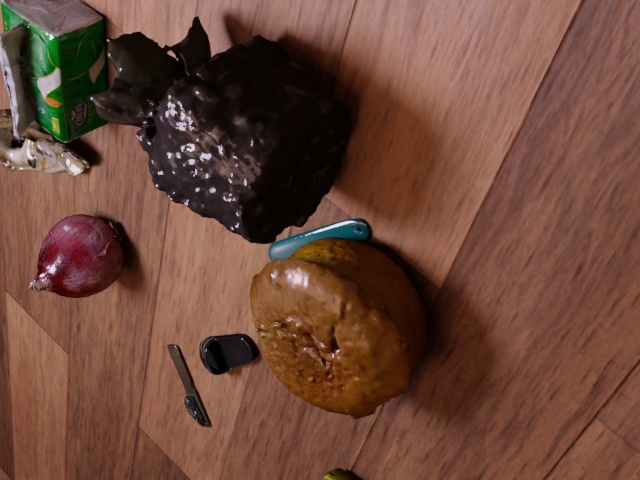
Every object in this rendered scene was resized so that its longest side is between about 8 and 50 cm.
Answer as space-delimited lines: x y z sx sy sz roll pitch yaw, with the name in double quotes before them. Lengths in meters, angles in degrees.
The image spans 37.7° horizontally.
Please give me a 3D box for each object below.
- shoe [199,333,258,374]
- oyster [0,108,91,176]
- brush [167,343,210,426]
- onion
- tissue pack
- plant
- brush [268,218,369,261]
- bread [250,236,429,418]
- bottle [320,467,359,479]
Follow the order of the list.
"shoe" -0.180 0.207 1.674 0.179 0.049 0.071 -21 100 52
"oyster" -0.525 -0.176 1.754 0.294 0.094 0.166 16 147 28
"brush" -0.266 0.291 1.849 0.034 0.027 0.190 2 117 45
"onion" -0.462 0.043 1.742 0.159 0.195 0.159 22 135 24
"tissue pack" -0.451 -0.279 1.524 0.148 0.156 0.209 37 140 27
"plant" -0.134 -0.155 1.216 0.312 0.215 0.213 31 133 21
"brush" 0.000 0.000 1.345 0.193 0.032 0.043 -19 101 39
"bread" 0.028 0.115 1.287 0.268 0.145 0.268 21 135 23
"bottle" 0.118 0.473 1.519 0.286 0.082 0.082 27 134 34
